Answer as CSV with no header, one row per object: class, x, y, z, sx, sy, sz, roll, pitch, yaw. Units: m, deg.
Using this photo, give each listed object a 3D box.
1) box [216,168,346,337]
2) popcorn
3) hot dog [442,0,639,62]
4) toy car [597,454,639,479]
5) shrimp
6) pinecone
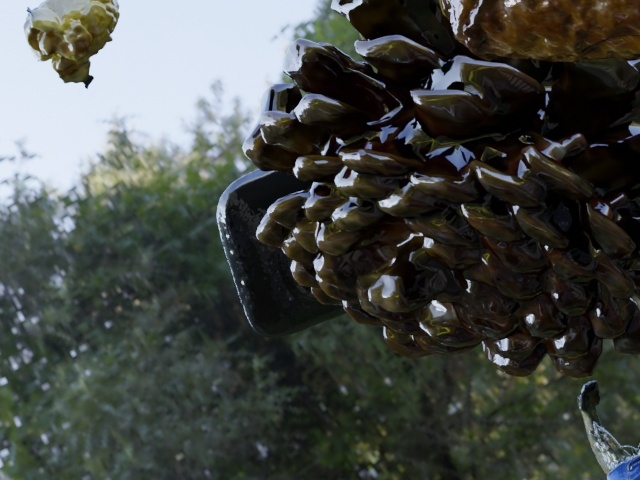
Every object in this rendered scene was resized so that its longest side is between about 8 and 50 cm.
box,0.000,0.000,1.290,0.201,0.042,0.213,-25,-51,-19
popcorn,-0.197,-0.161,1.019,0.084,0.084,0.084,-23,-39,-20
hot dog,0.113,-0.091,0.423,0.099,0.147,0.065,-22,-65,-58
toy car,0.272,0.274,1.090,0.103,0.063,0.216,4,-56,-11
shrimp,0.351,0.235,1.484,0.051,0.150,0.217,-28,-16,-10
pinecone,0.152,-0.075,1.060,0.397,0.398,0.398,-23,-39,-20
